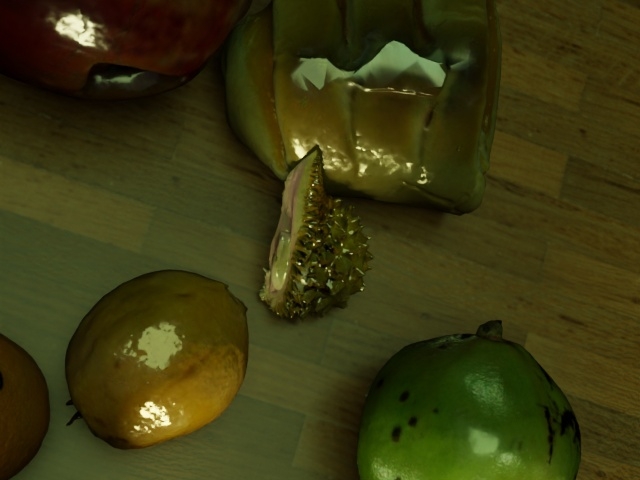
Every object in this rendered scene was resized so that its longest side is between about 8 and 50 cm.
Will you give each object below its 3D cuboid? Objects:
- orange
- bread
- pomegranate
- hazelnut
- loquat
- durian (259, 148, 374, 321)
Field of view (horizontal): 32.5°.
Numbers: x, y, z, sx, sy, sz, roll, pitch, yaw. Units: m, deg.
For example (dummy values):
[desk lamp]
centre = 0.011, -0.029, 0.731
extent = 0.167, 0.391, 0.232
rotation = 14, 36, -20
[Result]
[orange]
centre = -0.387, 0.174, 1.149
extent = 0.206, 0.206, 0.206
rotation = 3, 77, -12
[bread]
centre = 0.049, -0.200, 1.316
extent = 0.341, 0.210, 0.300
rotation = 11, 83, -4
[pomegranate]
centre = 0.166, 0.262, 1.234
extent = 0.260, 0.260, 0.340
rotation = -1, 83, -13
[hazelnut]
centre = -0.268, -0.366, 1.222
extent = 0.402, 0.402, 0.429
rotation = 11, 70, -10
[loquat]
centre = -0.180, 0.136, 1.212
extent = 0.234, 0.176, 0.187
rotation = -35, 129, -9
[durian]
centre = -0.006, 0.006, 1.275
extent = 0.140, 0.078, 0.224
rotation = -2, 119, 0
